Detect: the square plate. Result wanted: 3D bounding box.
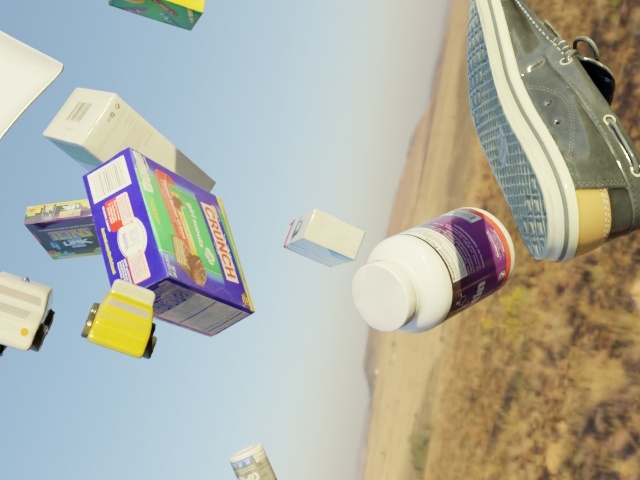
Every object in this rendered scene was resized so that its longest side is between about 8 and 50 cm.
[{"bbox_3d":[-0.856,-0.365,2.239,0.347,0.344,0.049,-55,-17,-19],"label":"square plate"}]

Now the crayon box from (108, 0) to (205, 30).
[{"bbox_3d":[-0.291,-0.556,1.729,0.081,0.165,0.278,152,128,-62],"label":"crayon box"}]

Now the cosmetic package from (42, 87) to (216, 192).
[{"bbox_3d":[-0.454,-0.197,2.215,0.365,0.197,0.155,44,-109,-40],"label":"cosmetic package"}]

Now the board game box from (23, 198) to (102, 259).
[{"bbox_3d":[-0.506,-0.022,1.908,0.141,0.170,0.048,68,-161,-55],"label":"board game box"}]

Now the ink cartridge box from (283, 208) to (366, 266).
[{"bbox_3d":[0.000,0.000,2.158,0.078,0.134,0.231,-69,13,-13],"label":"ink cartridge box"}]

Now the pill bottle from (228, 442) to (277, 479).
[{"bbox_3d":[-0.133,0.507,1.939,0.078,0.078,0.137,-3,-111,-85],"label":"pill bottle"}]

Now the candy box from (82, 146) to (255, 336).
[{"bbox_3d":[-0.271,0.013,1.685,0.317,0.122,0.268,34,-147,-62],"label":"candy box"}]

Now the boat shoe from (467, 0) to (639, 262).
[{"bbox_3d":[0.296,-0.179,1.206,0.186,0.156,0.500,84,176,-48],"label":"boat shoe"}]

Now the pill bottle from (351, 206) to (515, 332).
[{"bbox_3d":[0.206,0.058,1.683,0.323,0.182,0.181,-22,-51,-45],"label":"pill bottle"}]

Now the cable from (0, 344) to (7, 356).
[{"bbox_3d":[-0.639,0.180,1.853,0.150,0.047,0.184,-54,16,19],"label":"cable"}]

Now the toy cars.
[{"bbox_3d":[-0.332,0.090,1.241,0.394,0.177,0.087,18,-86,-61],"label":"toy cars"}]
